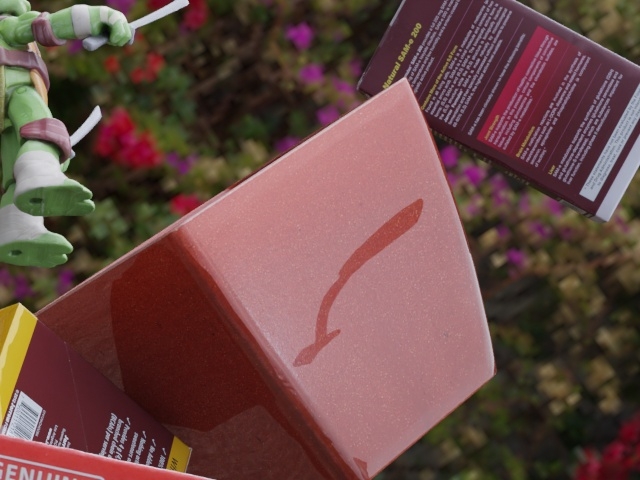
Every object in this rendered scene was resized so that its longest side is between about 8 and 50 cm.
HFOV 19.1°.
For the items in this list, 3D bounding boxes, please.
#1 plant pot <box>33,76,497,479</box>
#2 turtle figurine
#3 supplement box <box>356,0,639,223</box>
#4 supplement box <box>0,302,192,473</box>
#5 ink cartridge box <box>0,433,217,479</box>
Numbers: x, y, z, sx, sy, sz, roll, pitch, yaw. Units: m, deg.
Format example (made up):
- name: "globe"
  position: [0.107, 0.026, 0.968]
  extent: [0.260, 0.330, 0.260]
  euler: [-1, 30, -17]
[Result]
- name: "plant pot"
  position: [-0.024, 0.068, 1.476]
  extent: [0.236, 0.267, 0.267]
  euler: [57, -38, -4]
- name: "turtle figurine"
  position: [-0.227, -0.116, 1.771]
  extent: [0.274, 0.198, 0.266]
  euler: [31, 42, -46]
- name: "supplement box"
  position: [0.165, -0.125, 1.605]
  extent: [0.239, 0.130, 0.073]
  euler: [29, 1, 3]
- name: "supplement box"
  position: [-0.217, 0.187, 1.346]
  extent: [0.129, 0.191, 0.194]
  euler: [-20, -49, 33]
- name: "ink cartridge box"
  position: [-0.054, 0.242, 0.842]
  extent: [0.066, 0.296, 0.261]
  euler: [-27, 127, -79]
